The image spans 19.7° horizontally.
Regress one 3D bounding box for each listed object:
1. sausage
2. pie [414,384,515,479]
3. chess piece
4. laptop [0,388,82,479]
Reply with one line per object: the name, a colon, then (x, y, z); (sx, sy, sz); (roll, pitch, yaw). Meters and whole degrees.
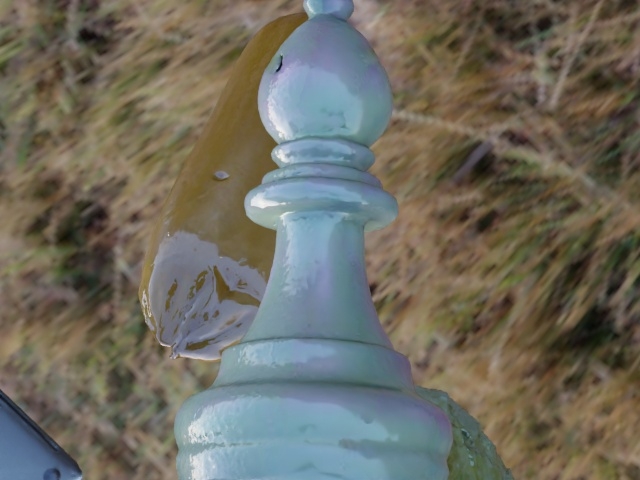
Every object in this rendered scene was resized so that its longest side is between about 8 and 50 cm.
sausage: (-0.042, -0.042, 1.432); (0.134, 0.354, 0.116); (39, 132, -19)
pie: (0.055, 0.272, 1.505); (0.306, 0.306, 0.071); (54, 160, -5)
chess piece: (0.000, 0.000, 0.942); (0.139, 0.139, 0.272); (-8, 72, 33)
laptop: (-0.330, 0.153, 1.365); (0.269, 0.187, 0.015); (47, 169, -17)
